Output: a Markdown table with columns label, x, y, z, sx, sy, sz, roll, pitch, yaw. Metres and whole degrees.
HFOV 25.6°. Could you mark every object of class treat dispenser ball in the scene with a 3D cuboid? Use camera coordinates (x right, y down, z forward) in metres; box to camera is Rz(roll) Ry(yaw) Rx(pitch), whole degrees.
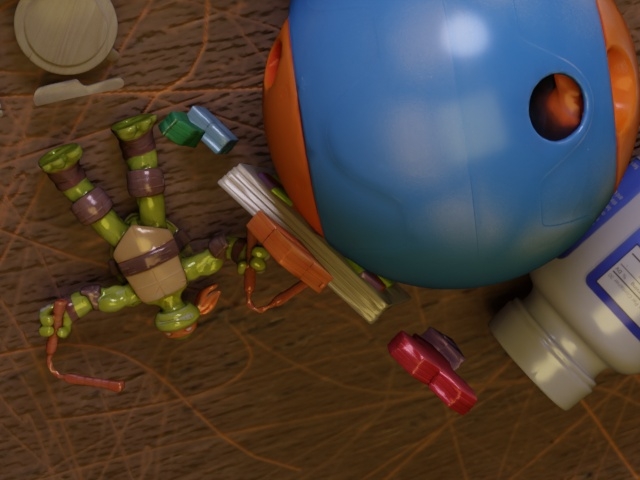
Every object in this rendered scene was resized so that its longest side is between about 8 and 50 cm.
| label | x | y | z | sx | sy | sz | roll | pitch | yaw |
| --- | --- | --- | --- | --- | --- | --- | --- | --- | --- |
| treat dispenser ball | 0.098 | -0.106 | 1.080 | 0.288 | 0.288 | 0.288 | -3 | 111 | -9 |

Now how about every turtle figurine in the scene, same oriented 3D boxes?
| label | x | y | z | sx | sy | sz | roll | pitch | yaw |
| --- | --- | --- | --- | --- | --- | --- | --- | --- | --- |
| turtle figurine | -0.144 | 0.000 | 1.250 | 0.269 | 0.087 | 0.217 | -20 | 106 | 7 |

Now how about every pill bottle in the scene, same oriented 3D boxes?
| label | x | y | z | sx | sy | sz | roll | pitch | yaw |
| --- | --- | --- | --- | --- | --- | --- | --- | --- | --- |
| pill bottle | 0.291 | 0.027 | 1.303 | 0.272 | 0.152 | 0.152 | -43 | 112 | 8 |

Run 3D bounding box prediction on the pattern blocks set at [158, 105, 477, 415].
| label | x | y | z | sx | sy | sz | roll | pitch | yaw |
| --- | --- | --- | --- | --- | --- | --- | --- | --- | --- |
| pattern blocks set | 0.000 | 0.000 | 1.170 | 0.325 | 0.285 | 0.026 | 41 | 98 | -7 |

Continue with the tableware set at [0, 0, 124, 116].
| label | x | y | z | sx | sy | sz | roll | pitch | yaw |
| --- | --- | --- | --- | --- | --- | --- | --- | --- | --- |
| tableware set | -0.268 | -0.173 | 1.187 | 0.194 | 0.039 | 0.128 | -12 | 116 | -5 |
